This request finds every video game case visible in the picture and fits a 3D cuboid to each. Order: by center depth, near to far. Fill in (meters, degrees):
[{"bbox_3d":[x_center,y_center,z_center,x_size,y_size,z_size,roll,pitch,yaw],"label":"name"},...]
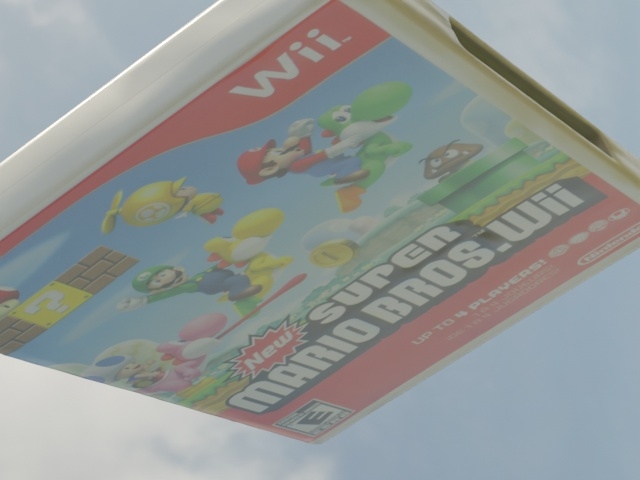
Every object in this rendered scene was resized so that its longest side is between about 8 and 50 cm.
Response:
[{"bbox_3d":[0.000,0.000,0.678,0.285,0.204,0.025,25,-144,-55],"label":"video game case"}]
